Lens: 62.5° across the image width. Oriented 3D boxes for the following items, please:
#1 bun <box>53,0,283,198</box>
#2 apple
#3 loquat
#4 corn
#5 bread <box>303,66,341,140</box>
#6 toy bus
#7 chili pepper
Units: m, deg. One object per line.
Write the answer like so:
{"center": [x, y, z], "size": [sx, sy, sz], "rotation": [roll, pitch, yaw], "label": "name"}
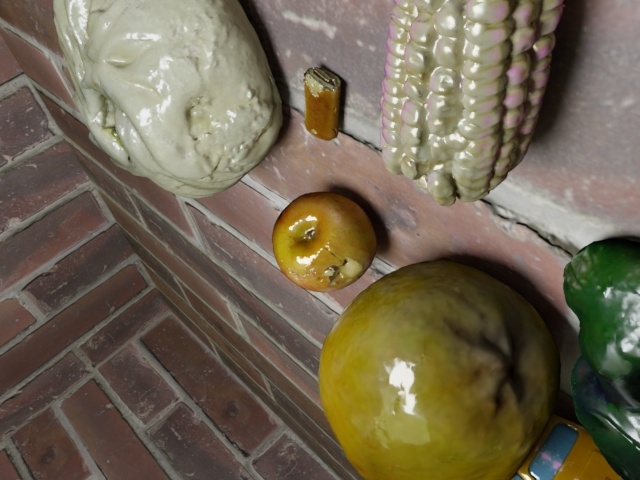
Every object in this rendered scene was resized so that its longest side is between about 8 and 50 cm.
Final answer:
{"center": [-0.220, -0.207, 0.729], "size": [0.359, 0.211, 0.360], "rotation": [39, 153, 25], "label": "bun"}
{"center": [0.000, 0.000, 0.726], "size": [0.146, 0.146, 0.146], "rotation": [39, 154, 23], "label": "apple"}
{"center": [0.131, 0.168, 0.621], "size": [0.276, 0.276, 0.284], "rotation": [47, 154, 7], "label": "loquat"}
{"center": [0.106, -0.169, 0.342], "size": [0.126, 0.126, 0.335], "rotation": [37, 149, 28], "label": "corn"}
{"center": [0.003, -0.161, 0.624], "size": [0.047, 0.036, 0.083], "rotation": [32, 150, 18], "label": "bread"}
{"center": [0.294, 0.309, 0.681], "size": [0.136, 0.126, 0.209], "rotation": [36, 155, 22], "label": "toy bus"}
{"center": [0.278, 0.125, 0.461], "size": [0.148, 0.116, 0.264], "rotation": [26, 146, 49], "label": "chili pepper"}
